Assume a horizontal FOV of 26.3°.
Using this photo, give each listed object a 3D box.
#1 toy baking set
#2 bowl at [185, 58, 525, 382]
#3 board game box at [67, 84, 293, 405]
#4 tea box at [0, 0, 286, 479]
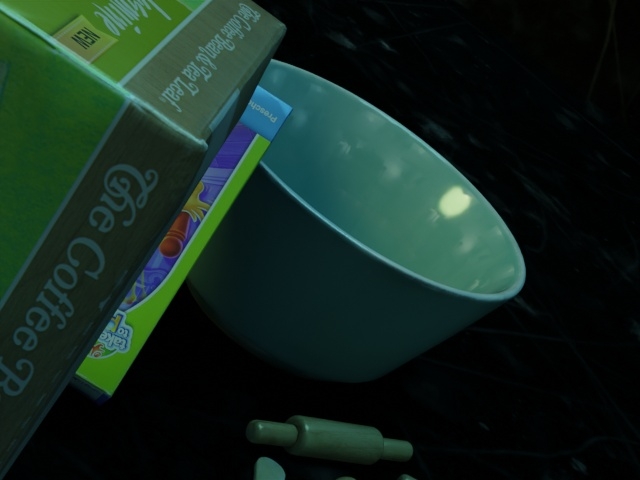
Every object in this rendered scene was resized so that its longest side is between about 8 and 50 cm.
[{"bbox_3d":[0.028,0.198,0.973,0.256,0.030,0.197,18,29,-36],"label":"toy baking set"},{"bbox_3d":[0.000,0.000,1.150,0.311,0.163,0.311,29,24,-15],"label":"bowl"},{"bbox_3d":[-0.227,-0.081,0.910,0.347,0.233,0.078,33,-17,-7],"label":"board game box"},{"bbox_3d":[-0.245,-0.040,0.668,0.323,0.329,0.220,33,22,-6],"label":"tea box"}]
